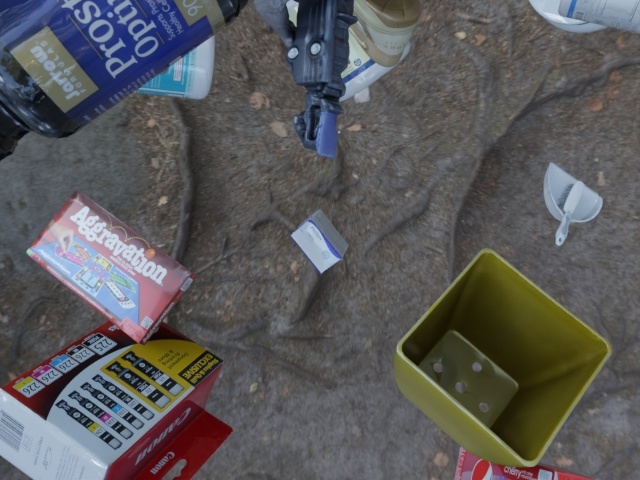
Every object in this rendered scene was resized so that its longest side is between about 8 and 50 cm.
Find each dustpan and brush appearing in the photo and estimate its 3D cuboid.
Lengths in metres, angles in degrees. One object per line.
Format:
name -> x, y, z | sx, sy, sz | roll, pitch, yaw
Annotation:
dustpan and brush -> 0.535, -0.067, 1.381 | 0.147, 0.060, 0.211 | 33, 68, -5

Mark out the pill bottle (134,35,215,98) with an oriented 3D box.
pill bottle -> -0.322, -0.330, 1.103 | 0.264, 0.146, 0.146 | 3, 100, -18

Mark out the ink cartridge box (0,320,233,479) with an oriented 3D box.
ink cartridge box -> -0.304, 0.275, 1.029 | 0.272, 0.309, 0.130 | 30, 118, 11

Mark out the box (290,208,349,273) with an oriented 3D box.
box -> 0.000, 0.000, 1.598 | 0.072, 0.137, 0.126 | -37, 94, 15

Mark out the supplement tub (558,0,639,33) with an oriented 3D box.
supplement tub -> 0.319, -0.266, 0.686 | 0.107, 0.071, 0.070 | 18, 100, 15

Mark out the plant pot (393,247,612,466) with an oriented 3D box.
plant pot -> 0.224, 0.180, 0.890 | 0.212, 0.187, 0.212 | 41, 63, 13

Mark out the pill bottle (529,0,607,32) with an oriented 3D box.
pill bottle -> 0.513, -0.498, 1.193 | 0.204, 0.361, 0.204 | 12, 113, 29

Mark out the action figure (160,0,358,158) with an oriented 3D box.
action figure -> -0.067, -0.253, 0.628 | 0.331, 0.179, 0.340 | -4, 87, 29

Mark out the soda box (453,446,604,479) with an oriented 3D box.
soda box -> 0.281, 0.343, 0.876 | 0.092, 0.263, 0.083 | 15, 77, -10

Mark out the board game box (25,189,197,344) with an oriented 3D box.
board game box -> -0.363, 0.041, 1.096 | 0.281, 0.027, 0.145 | 33, 79, 18

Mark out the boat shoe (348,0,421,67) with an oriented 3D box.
boat shoe -> 0.040, -0.421, 1.039 | 0.122, 0.110, 0.341 | -15, 58, -20

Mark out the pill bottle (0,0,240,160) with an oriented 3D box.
pill bottle -> -0.177, -0.151, 0.450 | 0.219, 0.123, 0.122 | -37, 97, -4

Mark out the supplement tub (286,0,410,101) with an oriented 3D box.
supplement tub -> 0.031, -0.513, 1.475 | 0.235, 0.235, 0.324 | -35, 105, 7
